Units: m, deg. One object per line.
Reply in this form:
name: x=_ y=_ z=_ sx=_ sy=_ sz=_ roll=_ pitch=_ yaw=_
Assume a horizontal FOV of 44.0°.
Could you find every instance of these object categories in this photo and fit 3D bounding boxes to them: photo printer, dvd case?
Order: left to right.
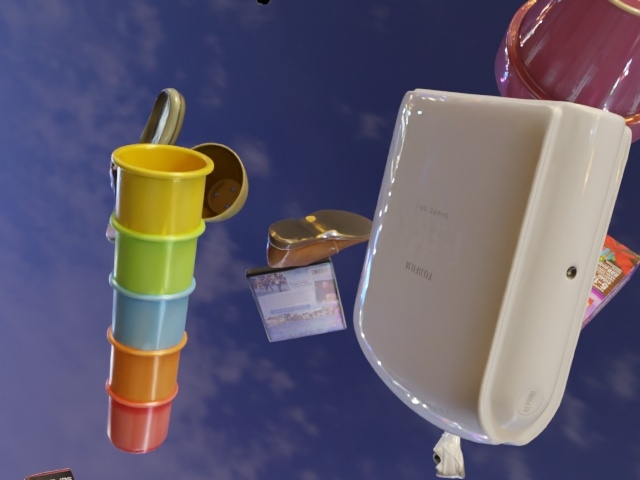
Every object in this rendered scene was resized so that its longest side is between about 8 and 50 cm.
dvd case: x=-0.048 y=0.131 z=1.722 sx=0.253 sy=0.180 sz=0.022 roll=77 pitch=4 yaw=-49
photo printer: x=0.138 y=0.020 z=0.743 sx=0.256 sy=0.107 sz=0.307 roll=29 pitch=-71 yaw=62

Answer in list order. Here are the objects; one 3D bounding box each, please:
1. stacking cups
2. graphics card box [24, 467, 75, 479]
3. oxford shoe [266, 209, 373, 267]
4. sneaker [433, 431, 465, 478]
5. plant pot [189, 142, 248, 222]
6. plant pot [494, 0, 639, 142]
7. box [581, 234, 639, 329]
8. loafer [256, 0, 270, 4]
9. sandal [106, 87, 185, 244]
stacking cups: x=-0.167 y=0.069 z=0.784 sx=0.096 sy=0.096 sz=0.316 roll=26 pitch=-65 yaw=40
graphics card box: x=-0.429 y=0.600 z=1.308 sx=0.371 sy=0.094 sz=0.232 roll=51 pitch=-57 yaw=36
oxford shoe: x=0.000 y=0.000 z=1.307 sx=0.076 sy=0.212 sz=0.076 roll=50 pitch=-43 yaw=39
sneaker: x=0.259 y=0.421 z=1.617 sx=0.061 sy=0.152 sz=0.053 roll=-7 pitch=-60 yaw=10
plant pot: x=-0.177 y=-0.086 z=1.345 sx=0.134 sy=0.095 sz=0.134 roll=-3 pitch=-104 yaw=14
plant pot: x=0.311 y=-0.226 z=0.854 sx=0.201 sy=0.201 sz=0.180 roll=57 pitch=-19 yaw=19
box: x=0.343 y=0.009 z=1.288 sx=0.293 sy=0.201 sz=0.057 roll=37 pitch=-39 yaw=23
loafer: x=-0.130 y=-0.507 z=1.508 sx=0.080 sy=0.220 sz=0.078 roll=-8 pitch=-93 yaw=20
sandal: x=-0.331 y=-0.139 z=1.421 sx=0.120 sy=0.086 sz=0.302 roll=5 pitch=-104 yaw=49
